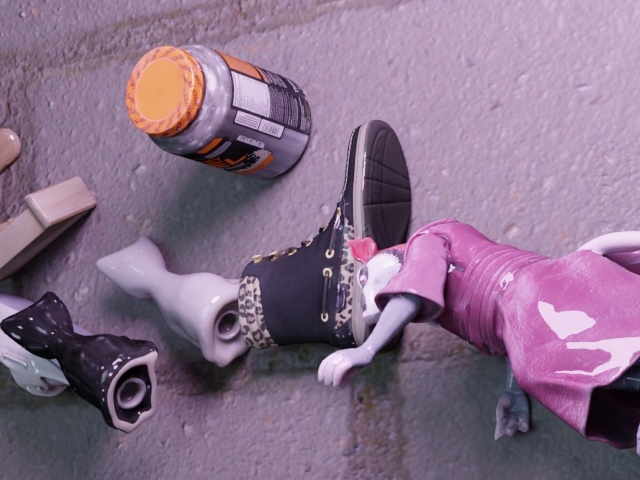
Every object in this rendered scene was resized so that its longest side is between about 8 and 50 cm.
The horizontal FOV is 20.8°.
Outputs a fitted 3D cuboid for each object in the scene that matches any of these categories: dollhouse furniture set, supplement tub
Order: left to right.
[{"bbox_3d":[-0.405,-0.084,2.022,0.161,0.212,0.242,-37,88,27],"label":"dollhouse furniture set"},{"bbox_3d":[-0.107,-0.136,1.816,0.117,0.190,0.117,-8,76,36],"label":"supplement tub"}]

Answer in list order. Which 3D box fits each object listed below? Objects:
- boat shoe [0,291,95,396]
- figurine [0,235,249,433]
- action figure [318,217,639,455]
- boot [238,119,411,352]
[{"bbox_3d":[-0.309,0.136,1.984,0.258,0.095,0.084,26,101,47],"label":"boat shoe"},{"bbox_3d":[-0.206,0.082,1.864,0.209,0.215,0.092,29,141,40],"label":"figurine"},{"bbox_3d":[0.170,0.047,1.543,0.370,0.248,0.276,24,95,34],"label":"action figure"},{"bbox_3d":[-0.001,0.001,1.779,0.178,0.085,0.236,-7,77,38],"label":"boot"}]
